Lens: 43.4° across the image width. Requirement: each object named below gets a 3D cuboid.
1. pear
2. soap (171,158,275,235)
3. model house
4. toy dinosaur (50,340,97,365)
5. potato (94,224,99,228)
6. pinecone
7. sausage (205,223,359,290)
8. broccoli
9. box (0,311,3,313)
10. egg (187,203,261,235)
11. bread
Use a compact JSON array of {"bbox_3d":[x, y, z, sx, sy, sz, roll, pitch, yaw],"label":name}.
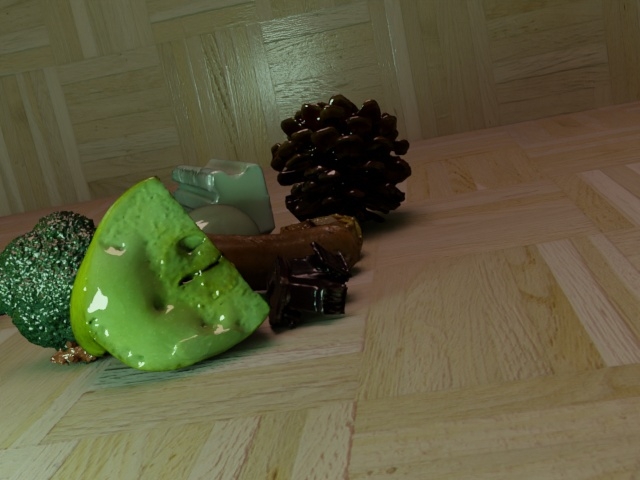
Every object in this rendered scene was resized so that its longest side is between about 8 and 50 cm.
[{"bbox_3d":[-0.310,0.097,1.485,0.318,0.342,0.238,-41,6,-11],"label":"pear"},{"bbox_3d":[-0.279,-0.087,2.212,0.156,0.262,0.446,-17,13,-22],"label":"soap"},{"bbox_3d":[-0.019,0.098,1.595,0.164,0.141,0.203,6,32,-9],"label":"model house"},{"bbox_3d":[-0.450,0.215,1.559,0.154,0.049,0.055,-12,-22,-6],"label":"toy dinosaur"},{"bbox_3d":[-0.550,0.012,2.294,0.191,0.141,0.296,-2,8,15],"label":"potato"},{"bbox_3d":[0.068,-0.188,2.202,0.397,0.398,0.398,-11,13,3],"label":"pinecone"},{"bbox_3d":[-0.142,0.043,1.736,0.500,0.136,0.123,-4,10,-23],"label":"sausage"},{"bbox_3d":[-0.523,0.085,1.648,0.297,0.298,0.297,-17,11,-24],"label":"broccoli"},{"bbox_3d":[-0.884,0.161,2.166,0.160,0.042,0.226,-16,14,-21],"label":"box"},{"bbox_3d":[-0.256,0.020,1.874,0.202,0.203,0.282,0,15,40],"label":"egg"},{"bbox_3d":[0.000,0.000,1.976,0.181,0.096,0.222,-14,12,-12],"label":"bread"}]
